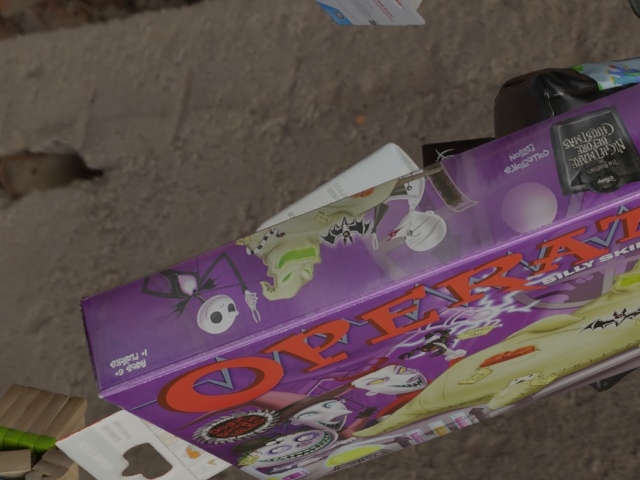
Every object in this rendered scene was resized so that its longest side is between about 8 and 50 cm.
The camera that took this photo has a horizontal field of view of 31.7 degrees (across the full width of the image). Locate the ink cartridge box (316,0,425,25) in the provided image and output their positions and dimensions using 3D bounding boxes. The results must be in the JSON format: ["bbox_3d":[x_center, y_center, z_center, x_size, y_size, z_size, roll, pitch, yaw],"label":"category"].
[{"bbox_3d":[0.062,-0.329,1.436,0.180,0.104,0.060,14,68,51],"label":"ink cartridge box"}]

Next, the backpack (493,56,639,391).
[{"bbox_3d":[0.347,-0.053,1.047,0.356,0.273,0.290,-16,100,-8],"label":"backpack"}]

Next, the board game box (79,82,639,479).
[{"bbox_3d":[0.104,0.014,0.466,0.347,0.208,0.056,-21,60,9],"label":"board game box"}]

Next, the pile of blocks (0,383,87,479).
[{"bbox_3d":[-0.357,0.329,1.365,0.362,0.149,0.112,-108,19,-57],"label":"pile of blocks"}]

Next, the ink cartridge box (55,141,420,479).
[{"bbox_3d":[-0.056,0.101,1.087,0.385,0.308,0.091,-31,66,-8],"label":"ink cartridge box"}]

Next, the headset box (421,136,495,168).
[{"bbox_3d":[0.241,0.019,1.402,0.110,0.218,0.293,-2,93,44],"label":"headset box"}]

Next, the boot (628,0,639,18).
[{"bbox_3d":[0.411,-0.239,0.961,0.229,0.263,0.091,1,92,49],"label":"boot"}]
